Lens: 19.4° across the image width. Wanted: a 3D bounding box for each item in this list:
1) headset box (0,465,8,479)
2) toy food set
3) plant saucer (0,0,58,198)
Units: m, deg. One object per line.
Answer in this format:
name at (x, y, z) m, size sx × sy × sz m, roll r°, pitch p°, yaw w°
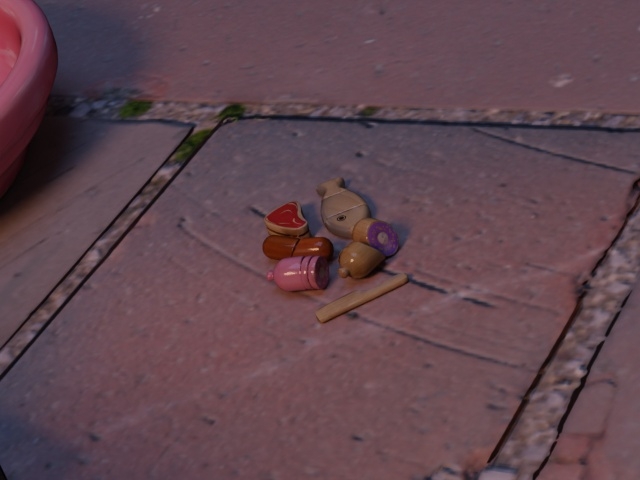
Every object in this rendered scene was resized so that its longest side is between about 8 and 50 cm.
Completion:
headset box at (-0.196, 0.117, 0.959) m, size 0.083 × 0.062 × 0.032 m, roll 18°, pitch 47°, yaw 44°
toy food set at (0.000, 0.000, 1.071) m, size 0.078 × 0.019 × 0.122 m, roll -25°, pitch 33°, yaw -10°
plant saucer at (-0.328, -0.061, 1.270) m, size 0.332 × 0.084 × 0.332 m, roll -14°, pitch 33°, yaw 9°
